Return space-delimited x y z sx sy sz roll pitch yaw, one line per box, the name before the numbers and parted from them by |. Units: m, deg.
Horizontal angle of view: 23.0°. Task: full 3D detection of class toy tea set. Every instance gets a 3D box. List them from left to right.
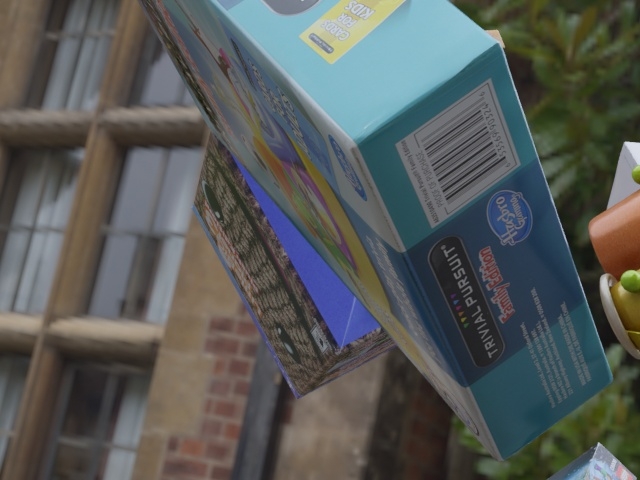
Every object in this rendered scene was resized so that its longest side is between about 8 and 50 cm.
toy tea set | 0.383 0.082 1.553 0.124 0.200 0.336 -26 -50 20

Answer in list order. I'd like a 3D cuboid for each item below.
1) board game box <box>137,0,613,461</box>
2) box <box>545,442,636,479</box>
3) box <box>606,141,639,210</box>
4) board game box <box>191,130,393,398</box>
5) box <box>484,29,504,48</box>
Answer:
board game box | -0.001 -0.075 0.822 0.336 0.079 0.254 48 -10 42
box | 0.135 0.271 1.224 0.044 0.159 0.233 44 -54 -3
box | 0.381 -0.043 1.760 0.087 0.101 0.102 2 -59 -8
board game box | 0.000 0.000 1.486 0.141 0.232 0.291 -27 -9 -13
box | 0.134 -0.206 1.801 0.136 0.028 0.081 -11 -19 -34
